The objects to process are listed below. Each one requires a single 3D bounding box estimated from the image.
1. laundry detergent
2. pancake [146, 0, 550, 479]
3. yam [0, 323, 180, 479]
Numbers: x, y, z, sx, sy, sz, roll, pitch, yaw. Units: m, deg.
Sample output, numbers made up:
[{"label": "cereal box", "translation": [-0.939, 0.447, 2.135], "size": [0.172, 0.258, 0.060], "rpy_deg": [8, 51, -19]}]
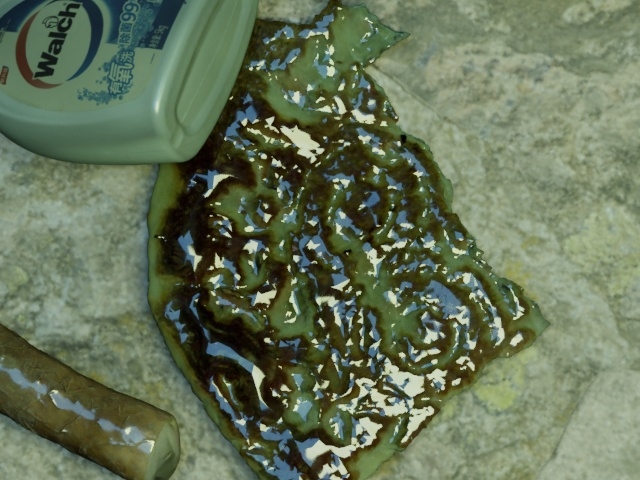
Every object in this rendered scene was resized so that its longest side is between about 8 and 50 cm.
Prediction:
[{"label": "laundry detergent", "translation": [-0.209, -0.171, 1.645], "size": [0.280, 0.105, 0.215], "rpy_deg": [9, 65, 29]}, {"label": "pancake", "translation": [-0.005, 0.003, 1.649], "size": [0.305, 0.067, 0.426], "rpy_deg": [-25, 81, -5]}, {"label": "yam", "translation": [-0.276, 0.102, 1.651], "size": [0.357, 0.081, 0.081], "rpy_deg": [28, 88, 7]}]
